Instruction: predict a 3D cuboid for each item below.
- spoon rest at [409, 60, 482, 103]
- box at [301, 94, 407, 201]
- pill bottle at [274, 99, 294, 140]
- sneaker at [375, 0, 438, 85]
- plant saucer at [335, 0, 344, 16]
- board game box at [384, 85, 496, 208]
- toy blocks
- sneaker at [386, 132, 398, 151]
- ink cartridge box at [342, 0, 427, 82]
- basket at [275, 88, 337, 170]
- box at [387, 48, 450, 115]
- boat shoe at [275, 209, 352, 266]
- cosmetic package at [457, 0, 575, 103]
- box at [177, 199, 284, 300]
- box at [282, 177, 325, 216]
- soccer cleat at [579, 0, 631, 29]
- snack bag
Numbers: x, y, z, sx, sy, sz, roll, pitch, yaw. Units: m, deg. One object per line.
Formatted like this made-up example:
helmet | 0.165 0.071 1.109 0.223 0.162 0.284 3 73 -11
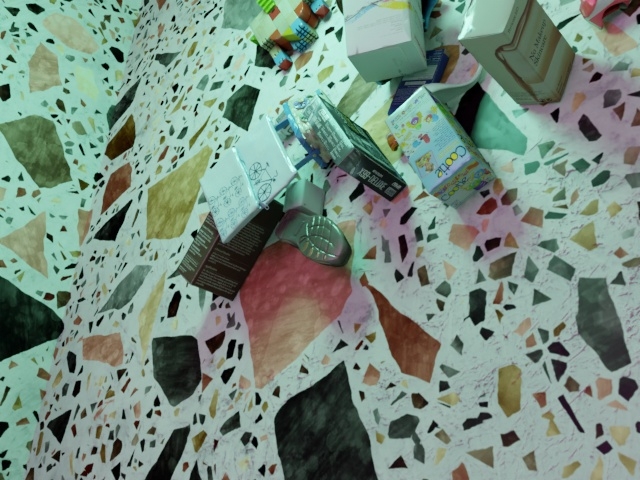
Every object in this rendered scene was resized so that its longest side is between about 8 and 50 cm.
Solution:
spoon rest | 0.351 -0.426 1.781 0.276 0.137 0.084 -40 75 3
box | 0.095 -0.273 1.866 0.076 0.242 0.307 -46 42 18
pill bottle | -0.115 -0.432 2.297 0.137 0.078 0.078 -47 43 16
sneaker | 0.252 -0.649 1.995 0.139 0.125 0.341 13 79 54
plant saucer | 0.147 -0.805 2.079 0.198 0.198 0.036 -28 26 33
board game box | 0.312 -0.244 1.671 0.144 0.142 0.275 -40 54 23
toy blocks | -0.111 -0.847 2.477 0.381 0.190 0.261 -42 56 22
sneaker | 0.278 -0.310 1.849 0.175 0.064 0.067 -23 87 31
ink cartridge box | 0.189 -0.639 1.866 0.197 0.198 0.270 -8 77 20
basket | -0.062 -0.347 2.099 0.289 0.201 0.255 -38 46 12
box | 0.295 -0.469 1.925 0.136 0.036 0.225 13 77 49
boat shoe | 0.000 0.000 1.901 0.132 0.130 0.355 -57 35 0
cosmetic package | 0.479 -0.468 1.533 0.129 0.296 0.153 10 76 49
box | -0.304 -0.007 2.170 0.143 0.191 0.381 35 95 49
box | -0.052 -0.127 2.044 0.087 0.102 0.101 -17 57 42
soccer cleat | 0.742 -0.618 1.528 0.248 0.083 0.095 -38 75 18
snack bag | -0.236 -0.203 2.037 0.342 0.037 0.323 -40 49 18
